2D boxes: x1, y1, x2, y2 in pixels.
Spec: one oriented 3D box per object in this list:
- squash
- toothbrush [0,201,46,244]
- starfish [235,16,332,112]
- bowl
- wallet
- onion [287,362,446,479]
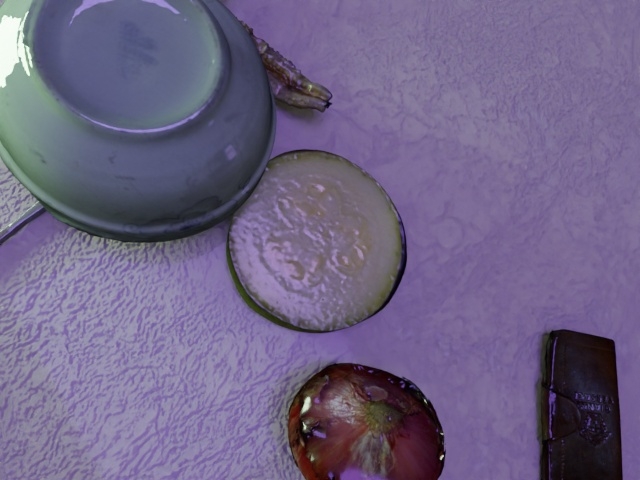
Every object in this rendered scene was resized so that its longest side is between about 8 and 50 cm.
[{"bbox_3d":[0.000,0.000,0.585,0.252,0.049,0.252,5,74,-17],"label":"squash"},{"bbox_3d":[-0.393,0.017,0.482,0.017,0.014,0.194,46,70,-1],"label":"toothbrush"},{"bbox_3d":[-0.155,-0.283,0.589,0.324,0.082,0.432,-5,82,-19],"label":"starfish"},{"bbox_3d":[-0.191,-0.157,0.449,0.307,0.163,0.307,3,80,-16],"label":"bowl"},{"bbox_3d":[0.389,0.266,0.634,0.137,0.031,0.255,12,74,-13],"label":"wallet"},{"bbox_3d":[0.048,0.236,0.492,0.184,0.184,0.147,1,119,-16],"label":"onion"}]
